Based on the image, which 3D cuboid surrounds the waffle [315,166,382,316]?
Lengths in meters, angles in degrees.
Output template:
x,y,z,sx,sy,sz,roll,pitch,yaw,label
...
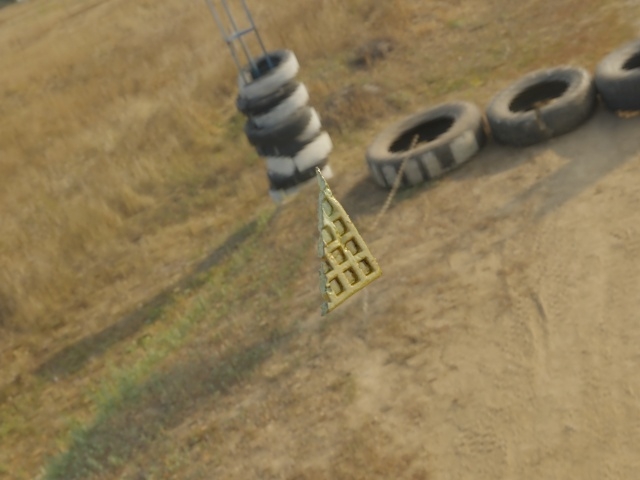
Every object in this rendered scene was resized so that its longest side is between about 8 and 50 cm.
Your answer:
x,y,z,sx,sy,sz,roll,pitch,yaw,label
0.000,0.000,1.419,0.125,0.191,0.032,-34,3,-22,waffle
